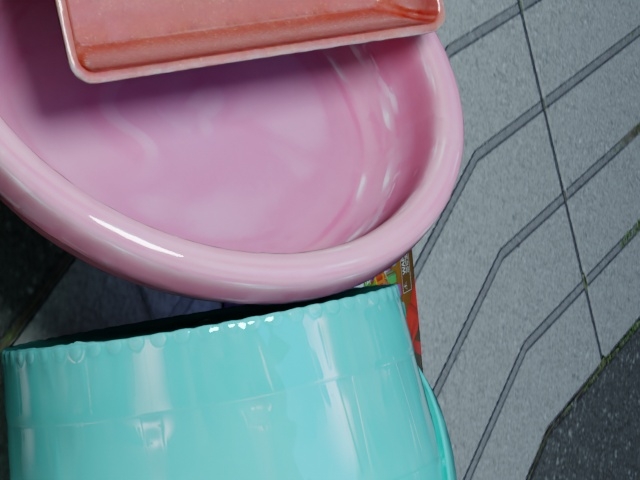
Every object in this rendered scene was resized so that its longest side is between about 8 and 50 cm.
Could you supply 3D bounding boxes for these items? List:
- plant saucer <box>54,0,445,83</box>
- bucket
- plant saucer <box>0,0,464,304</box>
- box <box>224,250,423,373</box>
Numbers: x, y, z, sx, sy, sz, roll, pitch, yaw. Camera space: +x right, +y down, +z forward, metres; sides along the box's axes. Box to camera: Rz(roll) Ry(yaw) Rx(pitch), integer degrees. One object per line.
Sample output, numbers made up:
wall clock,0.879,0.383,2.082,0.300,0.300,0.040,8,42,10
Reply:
plant saucer,-0.062,-0.226,0.881,0.259,0.047,0.259,-14,93,-36
bucket,-0.055,0.133,0.933,0.281,0.281,0.183,-9,90,-58
plant saucer,-0.079,-0.093,0.921,0.332,0.084,0.332,15,49,-19
box,0.000,0.000,1.213,0.201,0.057,0.293,-22,109,-55
